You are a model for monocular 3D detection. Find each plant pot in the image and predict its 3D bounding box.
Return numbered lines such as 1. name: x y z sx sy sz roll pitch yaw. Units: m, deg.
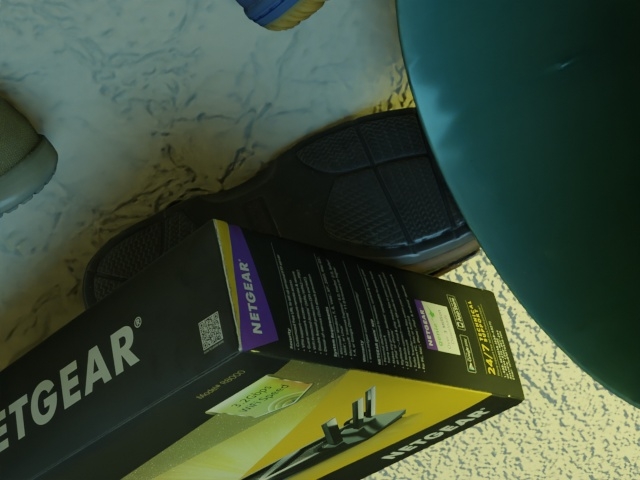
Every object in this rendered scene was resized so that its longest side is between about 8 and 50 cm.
1. plant pot: 0.215 -0.089 0.641 0.235 0.293 0.293 -27 135 -16

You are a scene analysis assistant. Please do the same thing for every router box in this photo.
1. router box: -0.067 0.111 0.798 0.243 0.081 0.309 14 143 -44

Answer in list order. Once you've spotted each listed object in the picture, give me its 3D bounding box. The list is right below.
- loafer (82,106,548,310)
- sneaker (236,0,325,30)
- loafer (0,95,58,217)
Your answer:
1. loafer: 0.000 0.000 0.820 0.302 0.109 0.095 -19 152 4
2. sneaker: 0.010 -0.245 0.611 0.131 0.112 0.296 24 118 -15
3. loafer: -0.274 -0.019 0.704 0.251 0.094 0.087 -29 110 -8
